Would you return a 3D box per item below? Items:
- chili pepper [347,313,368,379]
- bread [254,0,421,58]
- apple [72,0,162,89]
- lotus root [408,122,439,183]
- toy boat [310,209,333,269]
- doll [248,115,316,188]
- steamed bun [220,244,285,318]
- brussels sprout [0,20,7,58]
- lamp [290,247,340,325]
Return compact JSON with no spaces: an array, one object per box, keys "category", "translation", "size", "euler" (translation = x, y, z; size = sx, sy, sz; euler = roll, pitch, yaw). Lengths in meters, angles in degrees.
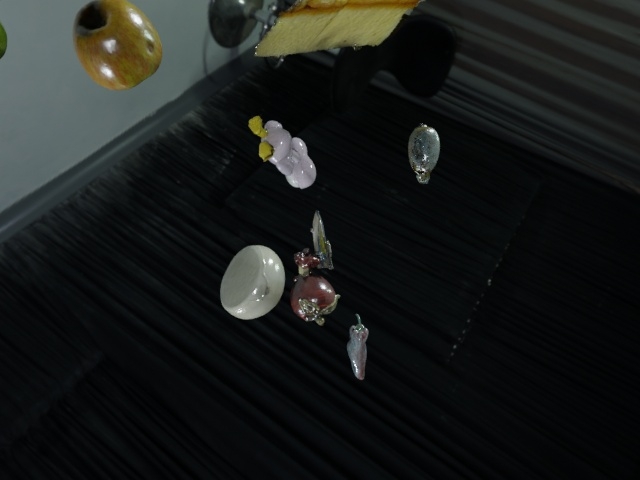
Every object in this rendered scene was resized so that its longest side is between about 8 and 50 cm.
[{"category":"chili pepper","translation":[0.074,0.224,0.953],"size":[0.050,0.041,0.153],"euler":[-55,150,-64]},{"category":"bread","translation":[0.099,-0.554,1.079],"size":[0.346,0.242,0.404],"euler":[-32,-158,56]},{"category":"apple","translation":[-0.633,-0.611,1.446],"size":[0.264,0.264,0.264],"euler":[-52,163,-23]},{"category":"lotus root","translation":[0.284,-0.239,1.282],"size":[0.088,0.088,0.165],"euler":[3,89,-72]},{"category":"toy boat","translation":[0.000,0.000,1.574],"size":[0.084,0.066,0.210],"euler":[171,-89,-76]},{"category":"doll","translation":[-0.091,-0.245,1.332],"size":[0.094,0.160,0.365],"euler":[-21,170,10]},{"category":"steamed bun","translation":[-0.241,0.165,1.765],"size":[0.177,0.283,0.283],"euler":[29,93,-38]},{"category":"brussels sprout","translation":[-1.029,-0.598,1.283],"size":[0.210,0.219,0.271],"euler":[-34,156,24]},{"category":"lamp","translation":[-0.038,0.167,1.544],"size":[0.151,0.223,0.215],"euler":[-30,156,-25]}]
